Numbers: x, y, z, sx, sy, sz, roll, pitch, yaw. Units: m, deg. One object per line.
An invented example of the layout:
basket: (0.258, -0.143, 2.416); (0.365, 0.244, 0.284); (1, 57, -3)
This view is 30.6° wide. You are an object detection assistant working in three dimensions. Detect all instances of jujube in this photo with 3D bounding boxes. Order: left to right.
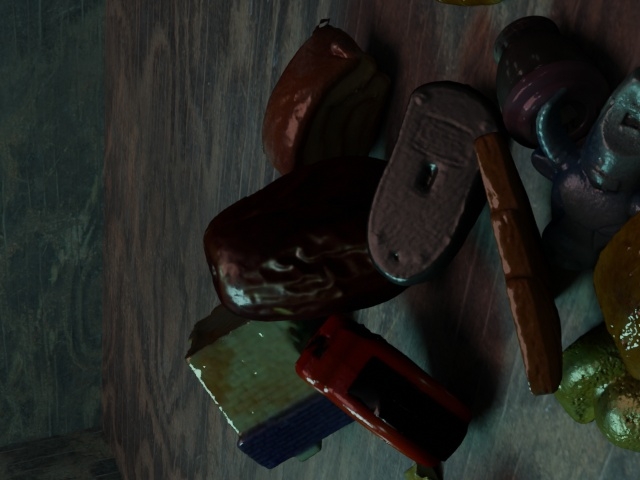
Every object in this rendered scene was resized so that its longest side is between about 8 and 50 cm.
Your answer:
jujube: (0.000, 0.000, 1.642); (0.223, 0.318, 0.223); (163, 90, -79)

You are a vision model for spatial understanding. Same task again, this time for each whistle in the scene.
whistle: (0.296, -0.065, 1.205); (0.180, 0.093, 0.269); (33, 141, 19)

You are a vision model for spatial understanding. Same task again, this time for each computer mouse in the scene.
computer mouse: (0.148, -0.073, 1.503); (0.138, 0.086, 0.269); (25, 105, 19)

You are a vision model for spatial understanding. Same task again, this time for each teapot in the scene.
teapot: (0.254, -0.173, 1.292); (0.116, 0.148, 0.146); (-37, 43, 24)

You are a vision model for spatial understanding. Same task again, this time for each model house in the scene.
model house: (-0.069, 0.231, 2.054); (0.280, 0.245, 0.312); (56, -172, -10)

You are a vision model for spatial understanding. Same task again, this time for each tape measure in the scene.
tape measure: (0.090, 0.206, 1.634); (0.260, 0.114, 0.253); (35, 178, 12)

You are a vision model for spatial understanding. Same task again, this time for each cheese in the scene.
cheese: (0.156, 0.350, 1.770); (0.084, 0.041, 0.060); (89, 165, -46)

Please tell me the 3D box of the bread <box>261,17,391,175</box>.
bread: (0.008, -0.195, 1.731); (0.123, 0.190, 0.244); (42, 131, 40)

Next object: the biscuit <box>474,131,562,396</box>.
biscuit: (0.228, 0.042, 1.277); (0.284, 0.043, 0.306); (63, -162, -45)

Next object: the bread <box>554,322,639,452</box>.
bread: (0.314, 0.175, 1.311); (0.149, 0.065, 0.187); (69, 153, 15)

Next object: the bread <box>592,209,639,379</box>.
bread: (0.340, 0.045, 1.118); (0.229, 0.140, 0.143); (106, 155, -43)

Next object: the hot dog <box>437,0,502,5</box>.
hot dog: (0.182, -0.324, 1.442); (0.165, 0.045, 0.071); (-152, 58, -63)
